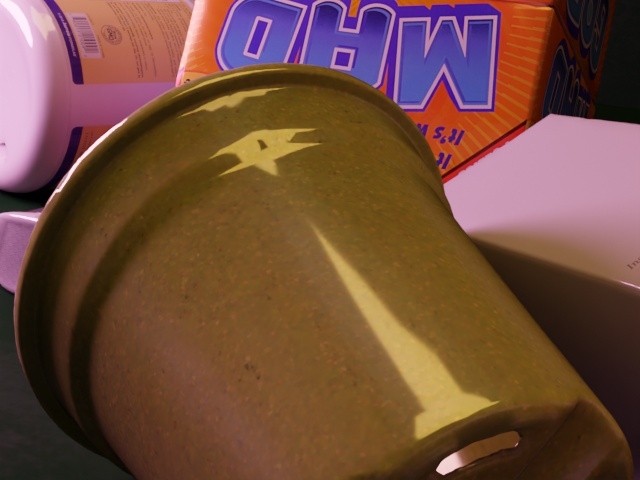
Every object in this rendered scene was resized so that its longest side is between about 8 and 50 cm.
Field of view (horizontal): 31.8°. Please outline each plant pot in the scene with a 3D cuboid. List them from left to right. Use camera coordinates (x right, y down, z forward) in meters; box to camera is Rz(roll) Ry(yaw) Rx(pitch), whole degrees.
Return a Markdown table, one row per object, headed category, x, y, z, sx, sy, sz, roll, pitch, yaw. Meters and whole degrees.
| category | x | y | z | sx | sy | sz | roll | pitch | yaw |
| --- | --- | --- | --- | --- | --- | --- | --- | --- | --- |
| plant pot | 0.011 | 0.083 | 0.578 | 0.276 | 0.276 | 0.254 | -3 | 30 | -30 |

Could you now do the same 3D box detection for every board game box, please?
| category | x | y | z | sx | sy | sz | roll | pitch | yaw |
| --- | --- | --- | --- | --- | --- | --- | --- | --- | --- |
| board game box | 0.102 | -0.214 | 1.213 | 0.356 | 0.356 | 0.356 | 11 | -4 | 21 |

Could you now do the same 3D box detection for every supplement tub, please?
| category | x | y | z | sx | sy | sz | roll | pitch | yaw |
| --- | --- | --- | --- | --- | --- | --- | --- | --- | --- |
| supplement tub | -0.257 | -0.189 | 1.382 | 0.331 | 0.241 | 0.241 | -9 | 22 | -44 |

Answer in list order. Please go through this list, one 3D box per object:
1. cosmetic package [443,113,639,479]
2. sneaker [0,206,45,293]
| category | x | y | z | sx | sy | sz | roll | pitch | yaw |
| --- | --- | --- | --- | --- | --- | --- | --- | --- | --- |
| cosmetic package | 0.224 | 0.052 | 0.675 | 0.155 | 0.197 | 0.365 | -34 | 24 | -15 |
| sneaker | -0.143 | 0.014 | 0.964 | 0.295 | 0.105 | 0.147 | 14 | 22 | 38 |
